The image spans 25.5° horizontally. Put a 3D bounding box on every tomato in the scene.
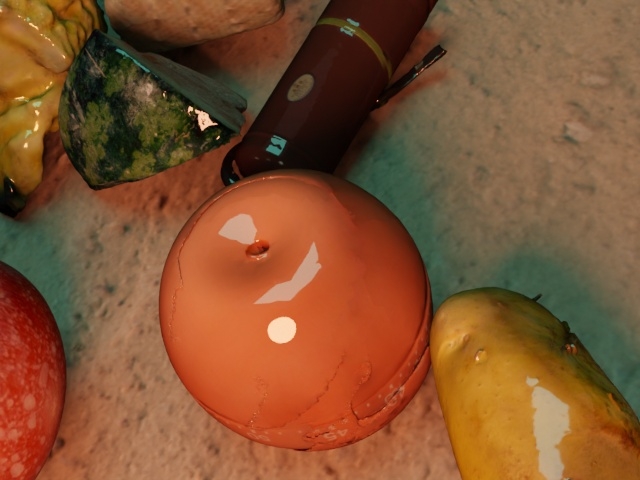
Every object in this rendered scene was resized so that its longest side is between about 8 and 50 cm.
[{"bbox_3d":[-0.347,0.140,1.206,0.270,0.227,0.270,-10,30,6],"label":"tomato"}]

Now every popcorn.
[{"bbox_3d":[-0.344,-0.225,1.487,0.293,0.293,0.237,29,59,34],"label":"popcorn"}]

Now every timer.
[{"bbox_3d":[-0.018,0.060,1.186,0.230,0.215,0.229,-12,51,15],"label":"timer"}]

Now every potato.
[{"bbox_3d":[0.173,0.159,1.071,0.140,0.173,0.300,-24,51,5],"label":"potato"}]

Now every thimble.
[{"bbox_3d":[-0.152,-0.355,1.526,0.195,0.291,0.291,-10,49,0],"label":"thimble"}]

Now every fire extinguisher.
[{"bbox_3d":[0.016,-0.135,1.410,0.141,0.105,0.341,26,68,10],"label":"fire extinguisher"}]

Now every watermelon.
[{"bbox_3d":[-0.160,-0.101,1.426,0.202,0.207,0.136,6,54,-31],"label":"watermelon"}]
